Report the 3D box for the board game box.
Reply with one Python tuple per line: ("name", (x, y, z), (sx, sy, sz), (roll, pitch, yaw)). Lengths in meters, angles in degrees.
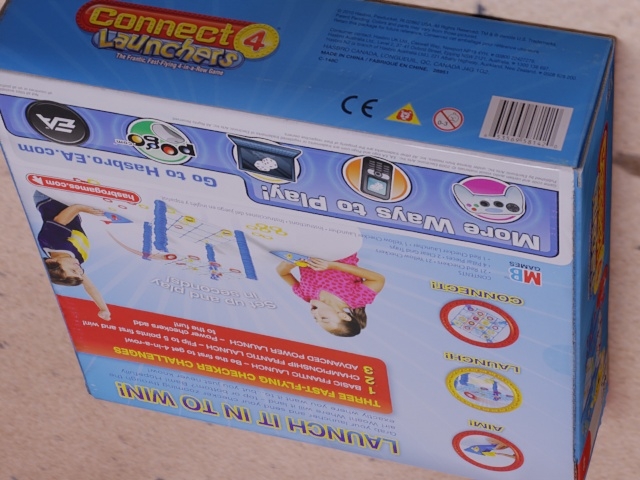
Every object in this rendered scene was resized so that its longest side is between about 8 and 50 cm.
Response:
("board game box", (0.000, 0.000, 1.064), (0.308, 0.086, 0.302), (11, 145, 14))
